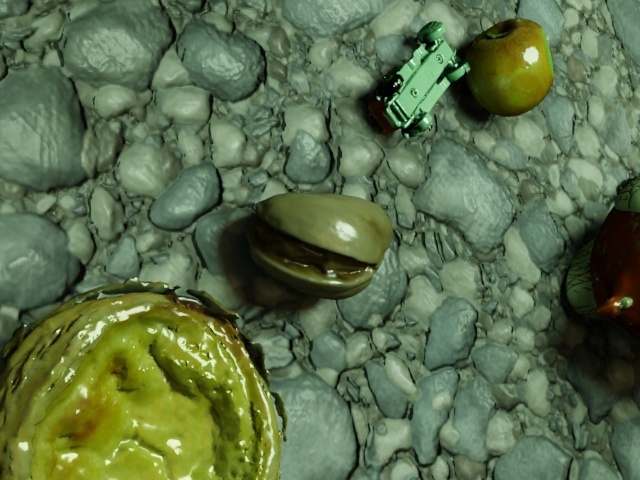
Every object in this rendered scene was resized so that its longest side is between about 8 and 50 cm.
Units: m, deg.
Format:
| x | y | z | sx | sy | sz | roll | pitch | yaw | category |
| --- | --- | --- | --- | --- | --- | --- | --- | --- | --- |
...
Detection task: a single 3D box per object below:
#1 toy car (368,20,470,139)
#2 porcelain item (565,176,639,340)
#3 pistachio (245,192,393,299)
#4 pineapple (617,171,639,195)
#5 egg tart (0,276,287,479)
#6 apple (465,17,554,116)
| x | y | z | sx | sy | sz | roll | pitch | yaw | category |
| --- | --- | --- | --- | --- | --- | --- | --- | --- | --- |
| 0.109 | -0.179 | 1.004 | 0.073 | 0.054 | 0.143 | 49 | 55 | -21 | toy car |
| 0.408 | 0.041 | 1.069 | 0.252 | 0.253 | 0.253 | 6 | 79 | -35 | porcelain item |
| 0.000 | 0.000 | 0.872 | 0.149 | 0.113 | 0.113 | 20 | 72 | -24 | pistachio |
| 0.459 | -0.019 | 1.219 | 0.074 | 0.074 | 0.159 | -38 | 102 | -33 | pineapple |
| -0.154 | 0.171 | 0.744 | 0.278 | 0.095 | 0.279 | 11 | 71 | -35 | egg tart |
| 0.222 | -0.202 | 1.061 | 0.114 | 0.099 | 0.102 | -75 | 144 | -55 | apple |
